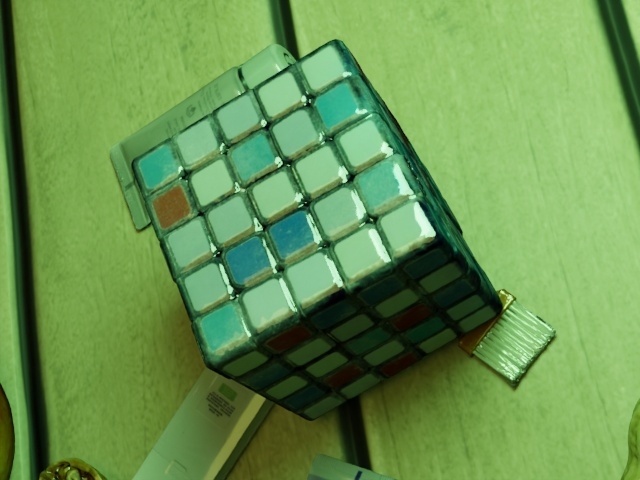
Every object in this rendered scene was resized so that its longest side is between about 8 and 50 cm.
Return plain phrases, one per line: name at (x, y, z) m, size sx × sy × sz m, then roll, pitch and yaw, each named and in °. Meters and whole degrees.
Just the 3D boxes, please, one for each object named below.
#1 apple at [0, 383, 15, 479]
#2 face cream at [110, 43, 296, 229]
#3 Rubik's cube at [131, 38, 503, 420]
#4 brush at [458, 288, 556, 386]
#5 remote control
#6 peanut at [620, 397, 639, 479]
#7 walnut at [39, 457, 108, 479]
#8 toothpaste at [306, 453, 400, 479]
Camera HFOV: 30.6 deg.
apple at (-0.529, 0.210, 1.532) m, size 0.179 × 0.254 × 0.346 m, roll -33°, pitch 68°, yaw 1°
face cream at (-0.161, -0.152, 1.603) m, size 0.314 × 0.089 × 0.143 m, roll -32°, pitch 65°, yaw 19°
Rubik's cube at (0.000, 0.000, 1.353) m, size 0.293 × 0.287 × 0.292 m, roll -32°, pitch 61°, yaw 8°
brush at (0.144, 0.055, 1.445) m, size 0.314 × 0.017 × 0.090 m, roll 38°, pitch 88°, yaw 28°
remote control at (-0.143, 0.244, 1.493) m, size 0.103 × 0.034 × 0.250 m, roll 31°, pitch 88°, yaw 27°
peanut at (0.363, 0.242, 1.252) m, size 0.089 × 0.089 × 0.192 m, roll 8°, pitch 77°, yaw 25°
walnut at (-0.311, 0.335, 1.525) m, size 0.121 × 0.052 × 0.091 m, roll 24°, pitch 86°, yaw 32°
toothpaste at (-0.014, 0.439, 1.359) m, size 0.125 × 0.080 × 0.371 m, roll 13°, pitch 74°, yaw 25°
